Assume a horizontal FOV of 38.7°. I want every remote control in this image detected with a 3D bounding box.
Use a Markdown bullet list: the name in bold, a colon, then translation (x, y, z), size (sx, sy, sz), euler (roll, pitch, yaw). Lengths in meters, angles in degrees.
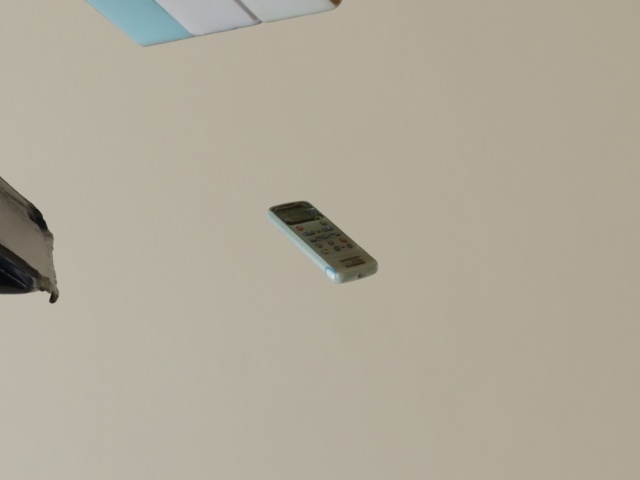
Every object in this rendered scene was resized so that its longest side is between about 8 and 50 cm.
- **remote control**: translation (0.000, 0.000, 0.850), size (0.053, 0.124, 0.017), euler (-13, -51, -33)

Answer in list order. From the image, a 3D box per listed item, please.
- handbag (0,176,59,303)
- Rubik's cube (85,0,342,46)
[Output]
- **handbag**: translation (-0.375, -0.057, 0.757), size (0.122, 0.303, 0.329), euler (-43, -70, -4)
- **Rubik's cube**: translation (-0.150, -0.459, 0.985), size (0.347, 0.347, 0.344), euler (37, -116, -45)
